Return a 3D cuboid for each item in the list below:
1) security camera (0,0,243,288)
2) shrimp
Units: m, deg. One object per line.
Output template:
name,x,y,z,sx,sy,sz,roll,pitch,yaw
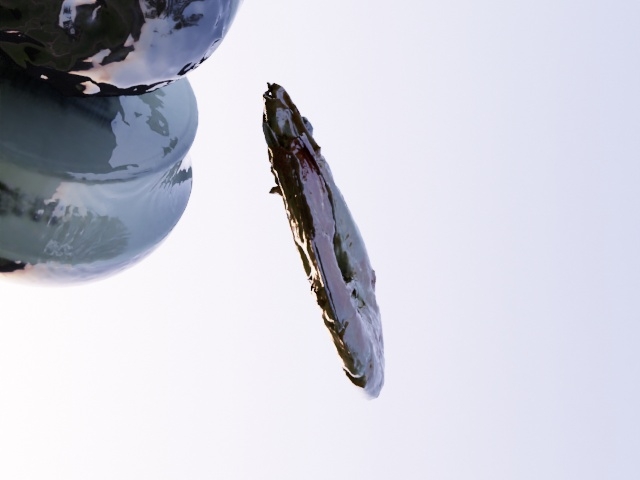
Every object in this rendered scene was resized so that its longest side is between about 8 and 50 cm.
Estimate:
security camera,-0.132,-0.123,0.590,0.191,0.197,0.277,-89,-157,-48
shrimp,0.001,-0.001,0.940,0.154,0.062,0.294,-24,91,-83
